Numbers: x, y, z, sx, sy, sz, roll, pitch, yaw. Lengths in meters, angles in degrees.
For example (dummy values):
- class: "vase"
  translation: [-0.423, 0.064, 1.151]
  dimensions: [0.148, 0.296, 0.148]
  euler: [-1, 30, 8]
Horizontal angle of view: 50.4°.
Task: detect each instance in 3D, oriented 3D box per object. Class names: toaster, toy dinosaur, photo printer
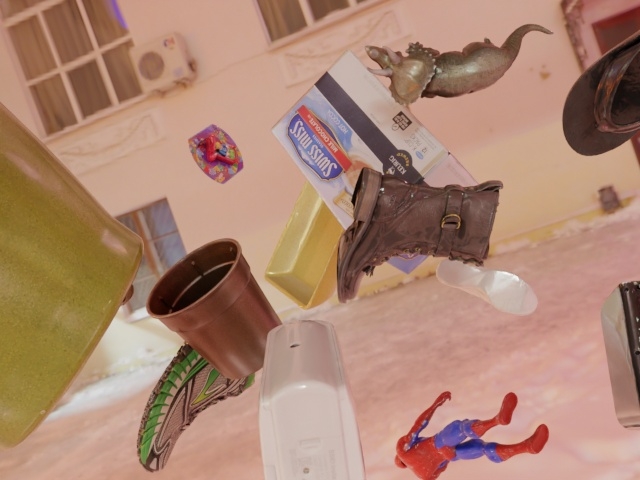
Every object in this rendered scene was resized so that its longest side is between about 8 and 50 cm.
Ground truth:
- class: "toaster"
  translation: [0.419, 0.135, 0.754]
  dimensions: [0.168, 0.186, 0.110]
  euler: [-4, -19, 5]
- class: "toy dinosaur"
  translation: [0.224, -0.273, 1.092]
  dimensions: [0.313, 0.121, 0.160]
  euler: [-4, 26, 0]
- class: "photo printer"
  translation: [-0.008, 0.241, 0.826]
  dimensions: [0.107, 0.256, 0.307]
  euler: [-7, 7, -1]

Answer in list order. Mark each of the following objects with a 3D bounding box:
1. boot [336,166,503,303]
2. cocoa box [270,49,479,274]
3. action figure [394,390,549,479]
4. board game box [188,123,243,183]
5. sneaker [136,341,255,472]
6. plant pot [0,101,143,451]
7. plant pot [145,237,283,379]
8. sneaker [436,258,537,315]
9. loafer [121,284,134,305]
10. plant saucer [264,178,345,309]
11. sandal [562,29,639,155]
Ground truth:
- class: "boot"
  translation: [0.150, 0.009, 1.060]
  dimensions: [0.229, 0.263, 0.091]
  euler: [11, 33, -6]
- class: "cocoa box"
  translation: [0.111, -0.148, 1.321]
  dimensions: [0.228, 0.347, 0.231]
  euler: [-44, -35, 12]
- class: "action figure"
  translation: [0.207, 0.266, 0.975]
  dimensions: [0.139, 0.091, 0.280]
  euler: [-45, 3, -42]
- class: "board game box"
  translation: [-0.237, -0.214, 1.626]
  dimensions: [0.033, 0.133, 0.169]
  euler: [-29, 12, 35]
- class: "sneaker"
  translation: [-0.194, 0.244, 1.164]
  dimensions: [0.343, 0.146, 0.134]
  euler: [-57, 6, -13]
- class: "plant pot"
  translation: [-0.369, 0.004, 0.614]
  dimensions: [0.366, 0.353, 0.366]
  euler: [-46, 22, 24]
- class: "plant pot"
  translation: [-0.148, 0.113, 1.034]
  dimensions: [0.167, 0.165, 0.167]
  euler: [-26, 28, 15]
- class: "sneaker"
  translation: [0.348, 0.093, 1.416]
  dimensions: [0.212, 0.080, 0.094]
  euler: [24, -1, 18]
- class: "loafer"
  translation: [-0.391, 0.104, 1.299]
  dimensions: [0.050, 0.056, 0.148]
  euler: [-20, 7, 14]
- class: "plant saucer"
  translation: [0.000, 0.000, 1.772]
  dimensions: [0.081, 0.333, 0.333]
  euler: [25, 1, -26]
- class: "sandal"
  translation: [0.627, -0.320, 1.312]
  dimensions: [0.446, 0.167, 0.107]
  euler: [-53, 2, 46]
